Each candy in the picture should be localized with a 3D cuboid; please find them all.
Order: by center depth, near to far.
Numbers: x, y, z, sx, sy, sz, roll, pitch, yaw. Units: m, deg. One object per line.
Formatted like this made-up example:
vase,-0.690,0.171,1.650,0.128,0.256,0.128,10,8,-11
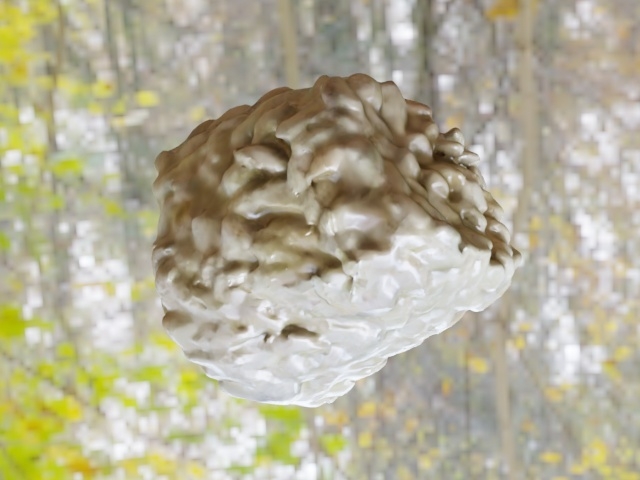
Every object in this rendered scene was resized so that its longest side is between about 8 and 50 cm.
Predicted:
candy,0.000,0.000,0.589,0.110,0.085,0.095,-22,146,29
